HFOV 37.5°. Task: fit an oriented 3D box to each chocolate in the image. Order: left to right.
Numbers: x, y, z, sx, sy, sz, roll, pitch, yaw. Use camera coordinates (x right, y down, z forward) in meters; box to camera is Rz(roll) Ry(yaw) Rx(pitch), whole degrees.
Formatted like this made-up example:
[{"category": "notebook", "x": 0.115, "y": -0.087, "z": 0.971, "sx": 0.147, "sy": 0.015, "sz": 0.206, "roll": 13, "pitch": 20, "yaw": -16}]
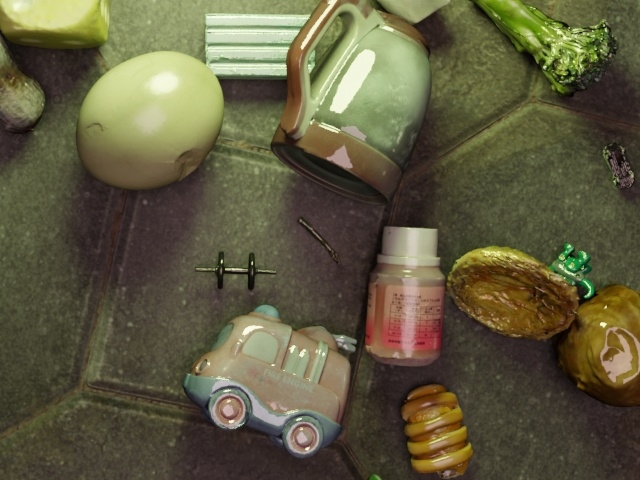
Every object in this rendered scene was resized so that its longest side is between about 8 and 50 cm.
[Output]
[{"category": "chocolate", "x": -0.554, "y": -0.283, "z": 1.589, "sx": 0.110, "sy": 0.110, "sz": 0.248, "roll": -39, "pitch": 130, "yaw": -5}]

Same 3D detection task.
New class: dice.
[{"category": "dice", "x": -0.449, "y": -0.419, "z": 1.600, "sx": 0.169, "sy": 0.169, "sz": 0.166, "roll": 0, "pitch": 93, "yaw": -8}]

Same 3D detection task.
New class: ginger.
[{"category": "ginger", "x": 0.574, "y": 0.214, "z": 1.747, "sx": 0.269, "sy": 0.200, "sz": 0.223, "roll": 41, "pitch": 85, "yaw": -7}]

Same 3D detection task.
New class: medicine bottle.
[{"category": "medicine bottle", "x": 0.156, "y": 0.098, "z": 1.716, "sx": 0.147, "sy": 0.147, "sz": 0.247, "roll": 4, "pitch": 92, "yaw": -8}]

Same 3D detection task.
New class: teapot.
[{"category": "teapot", "x": 0.054, "y": -0.263, "z": 1.626, "sx": 0.315, "sy": 0.233, "sz": 0.312, "roll": 34, "pitch": 77, "yaw": -47}]

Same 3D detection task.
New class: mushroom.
[{"category": "mushroom", "x": 0.120, "y": -0.513, "z": 1.711, "sx": 0.118, "sy": 0.103, "sz": 0.270, "roll": -32, "pitch": 91, "yaw": -5}]

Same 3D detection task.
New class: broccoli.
[{"category": "broccoli", "x": 0.401, "y": -0.393, "z": 1.745, "sx": 0.304, "sy": 0.165, "sz": 0.146, "roll": 34, "pitch": 95, "yaw": 3}]

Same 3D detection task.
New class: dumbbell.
[{"category": "dumbbell", "x": -0.153, "y": 0.055, "z": 1.710, "sx": 0.147, "sy": 0.069, "sz": 0.069, "roll": 2, "pitch": 92, "yaw": -7}]

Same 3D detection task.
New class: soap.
[{"category": "soap", "x": -0.109, "y": -0.349, "z": 1.702, "sx": 0.198, "sy": 0.063, "sz": 0.115, "roll": 0, "pitch": 94, "yaw": -8}]

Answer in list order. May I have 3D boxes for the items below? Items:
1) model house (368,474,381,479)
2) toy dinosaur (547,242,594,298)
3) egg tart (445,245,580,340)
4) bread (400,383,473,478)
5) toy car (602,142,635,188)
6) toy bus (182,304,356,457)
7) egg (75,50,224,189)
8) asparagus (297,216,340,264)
[{"category": "model house", "x": 0.201, "y": 0.640, "z": 1.649, "sx": 0.323, "sy": 0.340, "sz": 0.300, "roll": 22, "pitch": 91, "yaw": -12}, {"category": "toy dinosaur", "x": 0.464, "y": 0.065, "z": 1.782, "sx": 0.096, "sy": 0.059, "sz": 0.132, "roll": -43, "pitch": 53, "yaw": -11}, {"category": "egg tart", "x": 0.356, "y": 0.084, "z": 1.737, "sx": 0.252, "sy": 0.232, "sz": 0.098, "roll": 10, "pitch": 51, "yaw": 23}, {"category": "bread", "x": 0.216, "y": 0.358, "z": 1.766, "sx": 0.119, "sy": 0.084, "sz": 0.177, "roll": -15, "pitch": 90, "yaw": -7}, {"category": "toy car", "x": 0.576, "y": -0.142, "z": 1.822, "sx": 0.041, "sy": 0.025, "sz": 0.093, "roll": -19, "pitch": 91, "yaw": -5}, {"category": "toy bus", "x": -0.083, "y": 0.241, "z": 1.674, "sx": 0.294, "sy": 0.197, "sz": 0.232, "roll": 23, "pitch": 79, "yaw": -7}, {"category": "egg", "x": -0.288, "y": -0.202, "z": 1.606, "sx": 0.219, "sy": 0.219, "sz": 0.269, "roll": 44, "pitch": 88, "yaw": -7}, {"category": "asparagus", "x": 0.000, "y": 0.000, "z": 1.755, "sx": 0.015, "sy": 0.014, "sz": 0.114, "roll": -45, "pitch": 97, "yaw": -3}]
